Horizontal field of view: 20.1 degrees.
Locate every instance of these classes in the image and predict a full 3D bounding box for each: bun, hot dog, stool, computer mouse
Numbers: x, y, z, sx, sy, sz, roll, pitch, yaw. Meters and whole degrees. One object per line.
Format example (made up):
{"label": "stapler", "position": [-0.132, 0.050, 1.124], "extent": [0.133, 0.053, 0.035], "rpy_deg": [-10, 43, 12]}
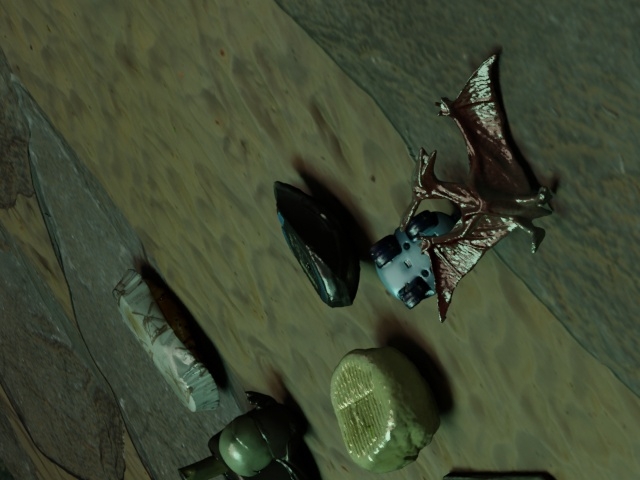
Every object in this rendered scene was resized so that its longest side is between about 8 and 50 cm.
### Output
{"label": "bun", "position": [0.059, 0.140, 1.538], "extent": [0.115, 0.069, 0.115], "rpy_deg": [22, 117, 54]}
{"label": "hot dog", "position": [-0.172, 0.109, 2.029], "extent": [0.192, 0.053, 0.099], "rpy_deg": [52, 156, 27]}
{"label": "stool", "position": [-0.074, 0.241, 1.896], "extent": [0.125, 0.121, 0.217], "rpy_deg": [52, 162, 23]}
{"label": "computer mouse", "position": [0.000, 0.000, 1.520], "extent": [0.135, 0.047, 0.079], "rpy_deg": [55, 167, 36]}

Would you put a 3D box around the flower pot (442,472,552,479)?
{"label": "flower pot", "position": [0.155, 0.289, 1.498], "extent": [0.179, 0.084, 0.251], "rpy_deg": [61, 158, -4]}

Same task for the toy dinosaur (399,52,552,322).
{"label": "toy dinosaur", "position": [0.104, -0.028, 1.225], "extent": [0.108, 0.032, 0.220], "rpy_deg": [20, 123, 20]}

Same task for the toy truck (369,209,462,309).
{"label": "toy truck", "position": [0.084, 0.009, 1.331], "extent": [0.073, 0.090, 0.056], "rpy_deg": [-37, 81, 24]}
